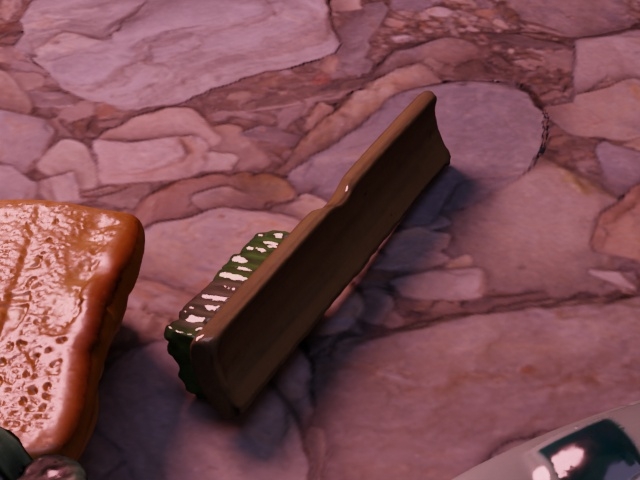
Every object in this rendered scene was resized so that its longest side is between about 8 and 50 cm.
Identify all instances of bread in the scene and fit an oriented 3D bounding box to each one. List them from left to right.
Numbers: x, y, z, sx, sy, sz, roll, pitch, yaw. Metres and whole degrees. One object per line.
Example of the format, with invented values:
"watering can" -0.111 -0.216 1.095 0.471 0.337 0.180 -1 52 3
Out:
"bread" -0.159 0.058 0.860 0.116 0.077 0.200 7 39 4

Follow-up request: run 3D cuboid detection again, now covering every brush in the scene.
"brush" 0.000 0.000 0.966 0.048 0.054 0.282 2 32 32

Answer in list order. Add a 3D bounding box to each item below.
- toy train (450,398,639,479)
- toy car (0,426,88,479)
"toy train" 0.204 0.108 0.806 0.407 0.088 0.086 -14 41 -18
"toy car" -0.230 0.160 0.685 0.306 0.125 0.136 -9 24 22
